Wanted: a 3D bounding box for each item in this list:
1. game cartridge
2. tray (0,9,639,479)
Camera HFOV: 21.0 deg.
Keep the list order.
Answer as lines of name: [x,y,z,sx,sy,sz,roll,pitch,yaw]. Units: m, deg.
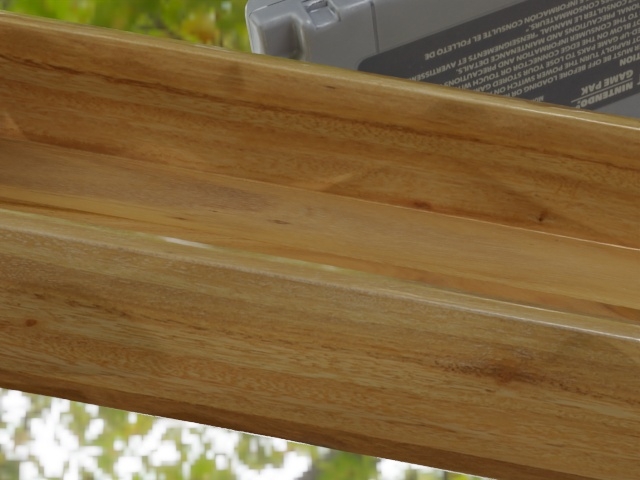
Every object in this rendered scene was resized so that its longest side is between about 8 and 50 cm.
game cartridge: [0.106,-0.101,1.015,0.297,0.062,0.198,-21,-42,-14]
tray: [0.000,0.000,0.677,0.411,0.203,0.076,9,-63,4]
